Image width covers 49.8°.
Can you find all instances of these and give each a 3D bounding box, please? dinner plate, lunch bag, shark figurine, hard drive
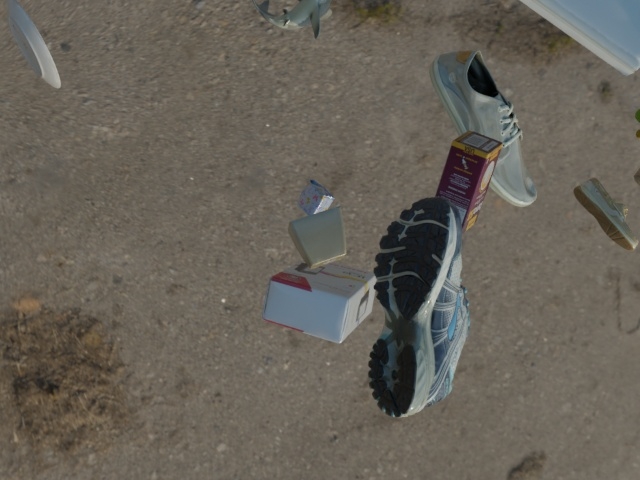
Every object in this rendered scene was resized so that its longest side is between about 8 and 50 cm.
[{"bbox_3d":[-0.426,-0.286,1.010,0.017,0.141,0.141,-32,115,-23],"label":"dinner plate"},{"bbox_3d":[-0.015,-0.102,1.693,0.053,0.083,0.071,11,116,-48],"label":"lunch bag"},{"bbox_3d":[-0.039,-0.509,1.528,0.116,0.278,0.166,-12,96,-44],"label":"shark figurine"},{"bbox_3d":[0.358,-0.399,0.953,0.307,0.040,0.203,34,85,-2],"label":"hard drive"}]

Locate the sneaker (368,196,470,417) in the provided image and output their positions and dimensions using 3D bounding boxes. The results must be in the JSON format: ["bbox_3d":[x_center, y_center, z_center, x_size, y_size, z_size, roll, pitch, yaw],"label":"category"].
[{"bbox_3d":[0.140,0.083,0.898,0.122,0.110,0.283,2,101,-41],"label":"sneaker"}]

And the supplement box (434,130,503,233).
[{"bbox_3d":[0.298,-0.118,1.425,0.104,0.080,0.188,-33,142,-53],"label":"supplement box"}]

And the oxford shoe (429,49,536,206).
[{"bbox_3d":[0.433,-0.281,1.721,0.449,0.130,0.169,57,42,-12],"label":"oxford shoe"}]

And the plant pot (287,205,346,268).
[{"bbox_3d":[0.000,0.000,1.414,0.109,0.109,0.096,-17,82,-7],"label":"plant pot"}]

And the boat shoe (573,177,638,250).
[{"bbox_3d":[0.594,-0.057,1.405,0.059,0.063,0.170,-38,83,-4],"label":"boat shoe"}]

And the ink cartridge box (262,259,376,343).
[{"bbox_3d":[0.007,0.152,1.877,0.306,0.226,0.131,-31,132,-69],"label":"ink cartridge box"}]

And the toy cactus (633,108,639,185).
[{"bbox_3d":[0.656,-0.166,1.285,0.180,0.219,0.112,-41,156,-5],"label":"toy cactus"}]
